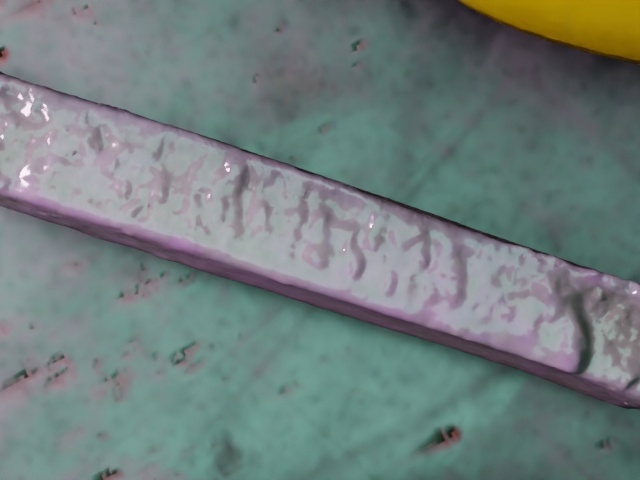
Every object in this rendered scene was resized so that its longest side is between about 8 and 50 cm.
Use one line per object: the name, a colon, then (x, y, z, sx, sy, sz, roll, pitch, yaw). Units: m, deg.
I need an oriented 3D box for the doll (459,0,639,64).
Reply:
doll: (0.243, -0.160, 0.810, 0.423, 0.161, 0.348, -41, 80, -4)

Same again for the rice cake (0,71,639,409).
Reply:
rice cake: (0.000, 0.000, 0.836, 0.365, 0.072, 0.056, 18, 88, -6)
